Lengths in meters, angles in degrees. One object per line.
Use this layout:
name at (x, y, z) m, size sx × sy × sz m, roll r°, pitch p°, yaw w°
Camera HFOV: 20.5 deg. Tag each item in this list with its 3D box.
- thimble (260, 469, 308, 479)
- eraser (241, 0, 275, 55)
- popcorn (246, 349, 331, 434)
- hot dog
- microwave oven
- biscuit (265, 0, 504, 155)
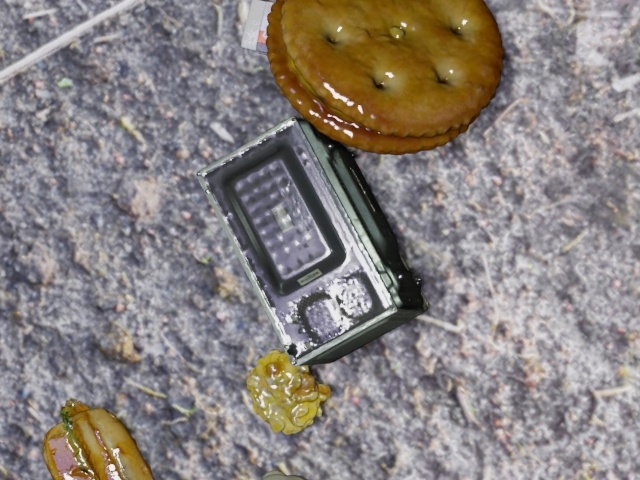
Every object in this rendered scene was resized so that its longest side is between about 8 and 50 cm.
thimble at (-0.049, 0.323, 1.644) m, size 0.150 × 0.219 × 0.219 m, roll 43°, pitch 100°, yaw 7°
eraser at (-0.012, -0.196, 1.711) m, size 0.122 × 0.029 × 0.052 m, roll 15°, pitch 95°, yaw 11°
popcorn at (-0.031, 0.146, 1.712) m, size 0.083 × 0.057 × 0.082 m, roll 3°, pitch 94°, yaw 10°
hot dog at (-0.196, 0.270, 1.748) m, size 0.104 × 0.076 × 0.250 m, roll -29°, pitch 81°, yaw 31°
microwave oven at (0.000, 0.000, 1.648) m, size 0.129 × 0.163 × 0.205 m, roll -29°, pitch 82°, yaw 10°
biscuit at (0.060, -0.178, 1.625) m, size 0.220 × 0.066 × 0.220 m, roll 9°, pitch 58°, yaw -14°
